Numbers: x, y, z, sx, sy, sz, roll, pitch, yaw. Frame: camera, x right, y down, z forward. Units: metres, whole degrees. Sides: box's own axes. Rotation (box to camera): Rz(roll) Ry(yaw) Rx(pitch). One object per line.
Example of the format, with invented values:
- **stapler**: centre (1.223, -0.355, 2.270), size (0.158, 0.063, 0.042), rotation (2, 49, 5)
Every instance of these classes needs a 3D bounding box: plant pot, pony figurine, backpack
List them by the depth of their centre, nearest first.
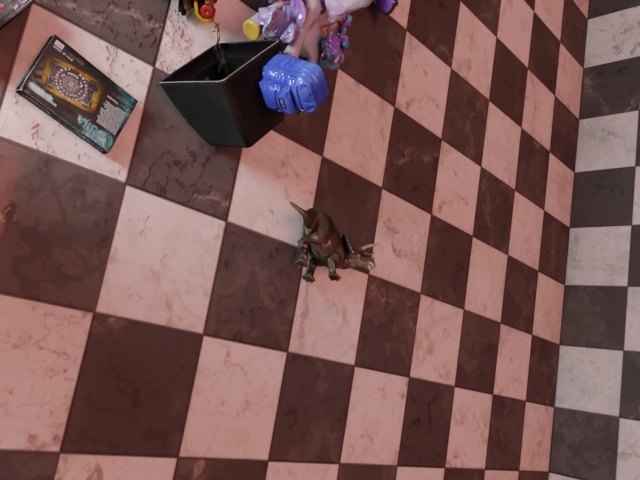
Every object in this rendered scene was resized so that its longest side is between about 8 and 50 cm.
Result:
- **backpack**: centre (-0.049, -0.297, 1.236), size (0.101, 0.120, 0.098), rotation (-57, 149, -24)
- **plant pot**: centre (-0.182, -0.296, 1.306), size (0.187, 0.188, 0.167), rotation (-48, 134, -36)
- **pony figurine**: centre (-0.036, -0.517, 1.426), size (0.363, 0.302, 0.351), rotation (-58, 158, -34)

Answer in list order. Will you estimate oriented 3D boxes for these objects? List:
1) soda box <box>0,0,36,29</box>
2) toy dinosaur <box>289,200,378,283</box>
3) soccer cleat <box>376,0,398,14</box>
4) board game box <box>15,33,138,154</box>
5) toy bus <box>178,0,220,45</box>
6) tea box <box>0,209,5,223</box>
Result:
- **soda box**: centre (-0.542, -0.364, 1.017), size (0.060, 0.053, 0.169), rotation (52, 54, -30)
- **toy dinosaur**: centre (0.000, 0.000, 1.537), size (0.313, 0.121, 0.160), rotation (45, 46, -29)
- **soccer cleat**: centre (0.155, -0.782, 1.730), size (0.116, 0.108, 0.318), rotation (-3, 92, -25)
- **board game box**: centre (-0.436, -0.261, 1.141), size (0.186, 0.026, 0.126), rotation (40, 62, -38)
- **toy bus**: centre (-0.266, -0.523, 1.268), size (0.104, 0.191, 0.202), rotation (-1, 83, -1)
- **tea box**: centre (-0.603, -0.118, 0.752), size (0.220, 0.323, 0.329), rotation (-34, 113, -41)
